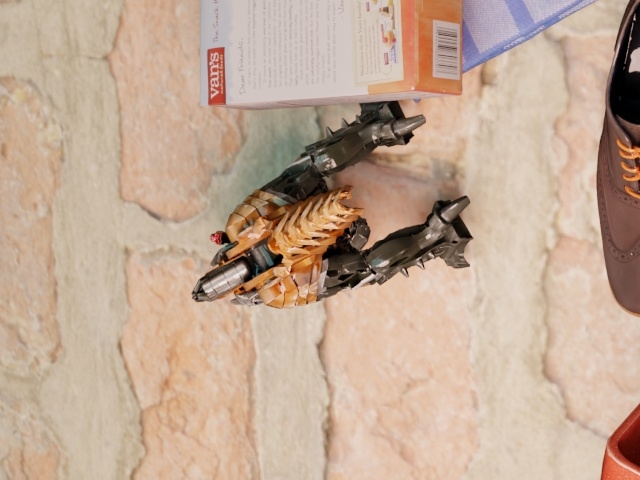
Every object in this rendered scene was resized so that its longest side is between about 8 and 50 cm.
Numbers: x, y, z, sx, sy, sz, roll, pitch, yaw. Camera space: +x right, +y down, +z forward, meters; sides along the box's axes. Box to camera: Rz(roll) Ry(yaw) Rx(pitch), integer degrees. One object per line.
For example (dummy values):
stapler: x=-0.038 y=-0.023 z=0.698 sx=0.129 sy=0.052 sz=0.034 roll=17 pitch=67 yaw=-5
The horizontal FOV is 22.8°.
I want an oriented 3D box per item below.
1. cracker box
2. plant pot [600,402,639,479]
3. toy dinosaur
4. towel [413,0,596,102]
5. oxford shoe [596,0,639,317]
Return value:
cracker box: x=0.004 y=-0.187 z=1.265 sx=0.232 sy=0.067 sz=0.156 roll=1 pitch=91 yaw=41
plant pot: x=0.343 y=0.230 z=1.128 sx=0.267 sy=0.267 sz=0.236 roll=28 pitch=129 yaw=23
toy dinosaur: x=0.000 y=0.000 z=1.277 sx=0.164 sy=0.218 sz=0.322 roll=67 pitch=168 yaw=-19
towel: x=0.087 y=-0.277 z=1.263 sx=0.209 sy=0.034 sz=0.285 roll=-27 pitch=89 yaw=35
oxford shoe: x=0.241 y=-0.065 z=1.187 sx=0.096 sy=0.098 sz=0.271 roll=10 pitch=109 yaw=30
